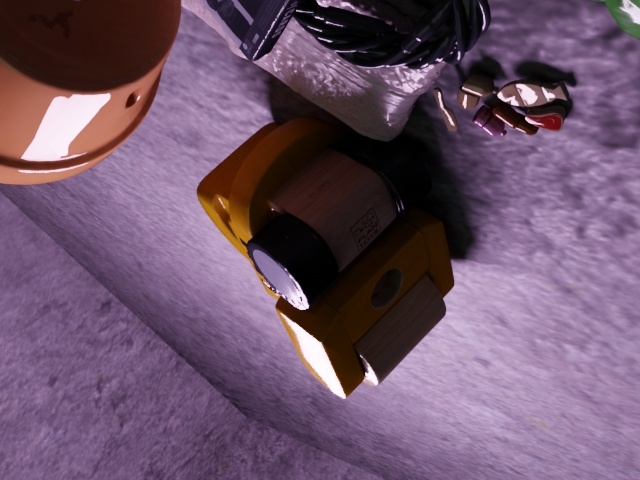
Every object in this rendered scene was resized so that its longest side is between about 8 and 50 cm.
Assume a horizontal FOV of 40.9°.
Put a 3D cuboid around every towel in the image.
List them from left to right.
[{"bbox_3d":[-0.021,-0.208,0.788,0.282,0.049,0.187,34,159,-1],"label":"towel"}]

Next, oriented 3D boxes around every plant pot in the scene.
[{"bbox_3d":[-0.261,-0.212,0.809,0.291,0.291,0.203,43,152,-22],"label":"plant pot"}]

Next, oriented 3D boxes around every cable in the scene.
[{"bbox_3d":[0.044,-0.202,0.666,0.184,0.047,0.151,5,134,30],"label":"cable"}]

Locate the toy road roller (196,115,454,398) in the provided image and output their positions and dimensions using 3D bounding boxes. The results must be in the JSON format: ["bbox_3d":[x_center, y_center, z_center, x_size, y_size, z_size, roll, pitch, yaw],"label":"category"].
[{"bbox_3d":[0.000,0.000,1.015,0.240,0.202,0.330,33,157,38],"label":"toy road roller"}]

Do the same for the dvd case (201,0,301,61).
[{"bbox_3d":[-0.093,-0.276,0.657,0.239,0.029,0.179,52,151,2],"label":"dvd case"}]

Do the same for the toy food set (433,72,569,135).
[{"bbox_3d":[0.164,-0.119,0.759,0.122,0.019,0.078,9,149,33],"label":"toy food set"}]

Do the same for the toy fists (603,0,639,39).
[{"bbox_3d":[0.228,-0.181,0.428,0.142,0.096,0.279,29,157,11],"label":"toy fists"}]
